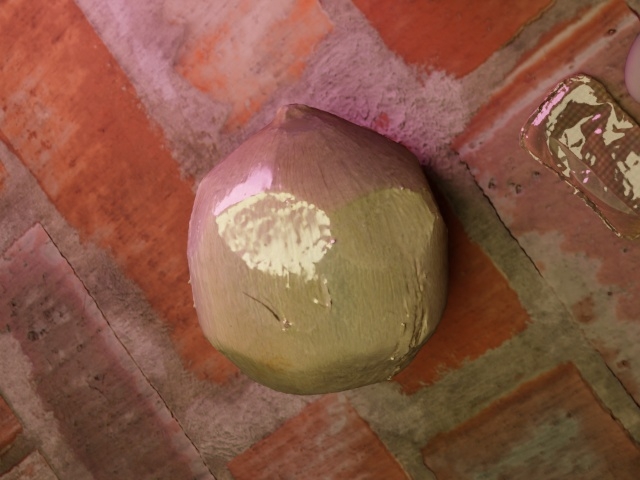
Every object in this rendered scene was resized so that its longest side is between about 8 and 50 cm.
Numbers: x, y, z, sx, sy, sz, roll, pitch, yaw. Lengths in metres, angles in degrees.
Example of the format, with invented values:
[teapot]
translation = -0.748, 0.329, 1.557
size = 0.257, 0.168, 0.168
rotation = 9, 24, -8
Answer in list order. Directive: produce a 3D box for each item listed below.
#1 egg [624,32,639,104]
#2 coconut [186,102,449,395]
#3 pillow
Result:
[egg]
translation = 0.413, -0.211, 1.199
size = 0.103, 0.103, 0.135
rotation = 42, 122, 10
[coconut]
translation = 0.000, 0.000, 1.357
size = 0.346, 0.346, 0.361
rotation = 8, 115, 26
[pillow]
translation = 0.357, -0.107, 1.305
size = 0.211, 0.034, 0.135
rotation = 43, 122, 12
